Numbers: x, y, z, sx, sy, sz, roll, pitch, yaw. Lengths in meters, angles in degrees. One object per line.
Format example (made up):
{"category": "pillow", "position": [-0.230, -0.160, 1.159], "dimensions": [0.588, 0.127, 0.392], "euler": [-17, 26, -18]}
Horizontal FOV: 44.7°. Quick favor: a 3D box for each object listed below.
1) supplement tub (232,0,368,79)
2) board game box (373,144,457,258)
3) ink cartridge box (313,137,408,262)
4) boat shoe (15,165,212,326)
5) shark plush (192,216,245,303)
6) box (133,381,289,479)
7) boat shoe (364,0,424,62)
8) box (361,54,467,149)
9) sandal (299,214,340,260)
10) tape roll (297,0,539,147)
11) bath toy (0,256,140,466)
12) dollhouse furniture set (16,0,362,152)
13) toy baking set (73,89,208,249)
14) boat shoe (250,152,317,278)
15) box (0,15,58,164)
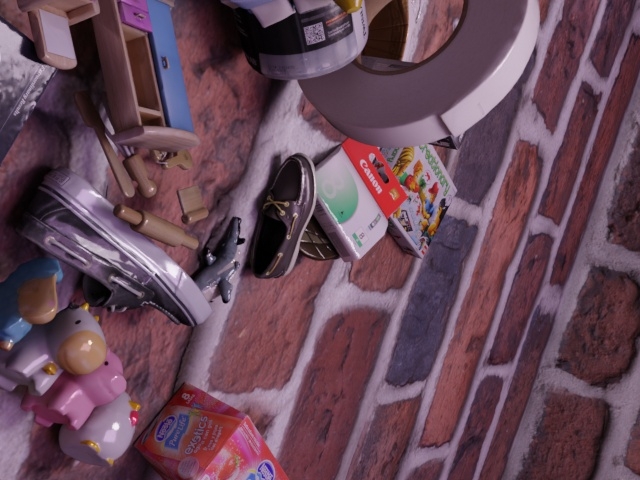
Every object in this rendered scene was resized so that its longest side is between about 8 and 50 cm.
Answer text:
{"category": "supplement tub", "position": [-0.047, -0.402, 1.080], "dimensions": [0.193, 0.193, 0.316], "euler": [-46, 141, -31]}
{"category": "board game box", "position": [0.200, -0.108, 1.713], "dimensions": [0.193, 0.053, 0.305], "euler": [-62, 146, -12]}
{"category": "ink cartridge box", "position": [0.077, -0.095, 1.475], "dimensions": [0.224, 0.056, 0.181], "euler": [-43, 108, -32]}
{"category": "boat shoe", "position": [-0.283, 0.039, 1.069], "dimensions": [0.119, 0.121, 0.335], "euler": [-52, 132, -13]}
{"category": "shark plush", "position": [-0.164, 0.036, 1.275], "dimensions": [0.067, 0.073, 0.161], "euler": [31, 85, -26]}
{"category": "box", "position": [-0.175, 0.404, 1.363], "dimensions": [0.142, 0.154, 0.300], "euler": [-51, 141, -27]}
{"category": "boat shoe", "position": [0.149, -0.427, 1.433], "dimensions": [0.096, 0.098, 0.277], "euler": [-17, 119, -50]}
{"category": "box", "position": [0.128, -0.248, 1.376], "dimensions": [0.056, 0.231, 0.183], "euler": [-65, 147, -13]}
{"category": "sandal", "position": [0.000, 0.000, 1.480], "dimensions": [0.219, 0.060, 0.090], "euler": [-6, 72, -58]}
{"category": "tape roll", "position": [0.139, -0.328, 1.207], "dimensions": [0.072, 0.391, 0.392], "euler": [38, 75, -55]}
{"category": "bath toy", "position": [-0.330, 0.177, 1.047], "dimensions": [0.348, 0.151, 0.129], "euler": [76, 24, -47]}
{"category": "dollhouse furniture set", "position": [-0.116, -0.242, 0.873], "dimensions": [0.286, 0.303, 0.198], "euler": [-6, 82, -71]}
{"category": "toy baking set", "position": [-0.238, -0.093, 1.037], "dimensions": [0.256, 0.030, 0.197], "euler": [24, 49, -61]}
{"category": "boat shoe", "position": [-0.066, -0.039, 1.344], "dimensions": [0.068, 0.081, 0.228], "euler": [-11, 119, -57]}
{"category": "box", "position": [-0.396, -0.177, 0.778], "dimensions": [0.153, 0.108, 0.207], "euler": [-63, 147, -11]}
